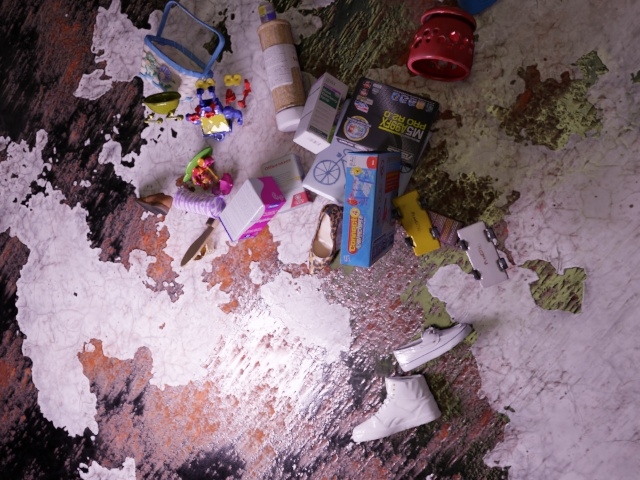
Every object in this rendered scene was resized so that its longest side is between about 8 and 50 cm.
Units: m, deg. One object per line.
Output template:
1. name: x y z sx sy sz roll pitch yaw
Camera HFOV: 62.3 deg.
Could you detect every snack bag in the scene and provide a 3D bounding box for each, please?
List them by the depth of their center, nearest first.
1. snack bag: 0.148 -0.266 1.725 0.323 0.037 0.342 25 87 12

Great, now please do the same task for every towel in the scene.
1. towel: -0.186 -0.790 1.857 0.060 0.009 0.083 -11 87 16

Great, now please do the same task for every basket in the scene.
1. basket: -0.484 -0.644 1.847 0.255 0.201 0.289 38 110 14

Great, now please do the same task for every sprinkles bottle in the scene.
1. sprinkles bottle: -0.121 -0.552 1.782 0.121 0.121 0.355 -14 87 16

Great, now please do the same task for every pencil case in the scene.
1. pencil case: -0.428 -0.135 1.875 0.206 0.086 0.088 12 89 31

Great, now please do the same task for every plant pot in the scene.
1. plant pot: 0.376 -0.596 1.601 0.191 0.191 0.174 15 91 16

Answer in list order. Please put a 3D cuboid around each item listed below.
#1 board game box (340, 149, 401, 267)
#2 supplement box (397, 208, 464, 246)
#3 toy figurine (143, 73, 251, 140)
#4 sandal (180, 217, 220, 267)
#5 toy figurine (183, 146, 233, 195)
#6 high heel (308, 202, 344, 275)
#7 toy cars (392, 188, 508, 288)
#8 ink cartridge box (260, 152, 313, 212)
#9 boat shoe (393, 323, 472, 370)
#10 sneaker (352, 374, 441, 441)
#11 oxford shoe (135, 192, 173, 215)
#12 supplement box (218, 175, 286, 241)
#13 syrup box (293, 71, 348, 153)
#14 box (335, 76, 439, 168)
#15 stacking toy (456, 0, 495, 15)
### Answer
1. board game box: 0.150 -0.104 1.521 0.086 0.308 0.302 7 102 19
2. supplement box: 0.347 -0.053 1.658 0.188 0.104 0.080 23 98 15
3. toy figurine: -0.396 -0.406 1.818 0.363 0.217 0.191 -11 54 0
4. sandal: -0.402 0.011 1.899 0.088 0.079 0.240 20 77 56
5. toy figurine: -0.388 -0.216 1.882 0.159 0.130 0.173 44 124 2
6. high heel: 0.000 0.000 1.718 0.093 0.186 0.261 26 98 15
7. toy cars: 0.380 -0.010 1.555 0.394 0.087 0.176 27 106 10
8. ink cartridge box: -0.113 -0.193 1.809 0.127 0.072 0.175 -18 86 16
9. boat shoe: 0.348 0.319 1.667 0.258 0.095 0.084 -34 86 13
10. sneaker: 0.220 0.530 1.709 0.293 0.108 0.169 -22 83 6
11. oxford shoe: -0.604 -0.141 1.942 0.212 0.076 0.076 10 65 42
12. supplement box: -0.231 -0.105 1.777 0.220 0.111 0.114 -46 69 39
13. syrup box: 0.003 -0.409 1.699 0.093 0.096 0.236 26 67 -23
14. box: 0.212 -0.373 1.679 0.270 0.060 0.216 23 86 11
15. stacking toy: 0.434 -0.863 1.617 0.175 0.166 0.301 -33 67 18
